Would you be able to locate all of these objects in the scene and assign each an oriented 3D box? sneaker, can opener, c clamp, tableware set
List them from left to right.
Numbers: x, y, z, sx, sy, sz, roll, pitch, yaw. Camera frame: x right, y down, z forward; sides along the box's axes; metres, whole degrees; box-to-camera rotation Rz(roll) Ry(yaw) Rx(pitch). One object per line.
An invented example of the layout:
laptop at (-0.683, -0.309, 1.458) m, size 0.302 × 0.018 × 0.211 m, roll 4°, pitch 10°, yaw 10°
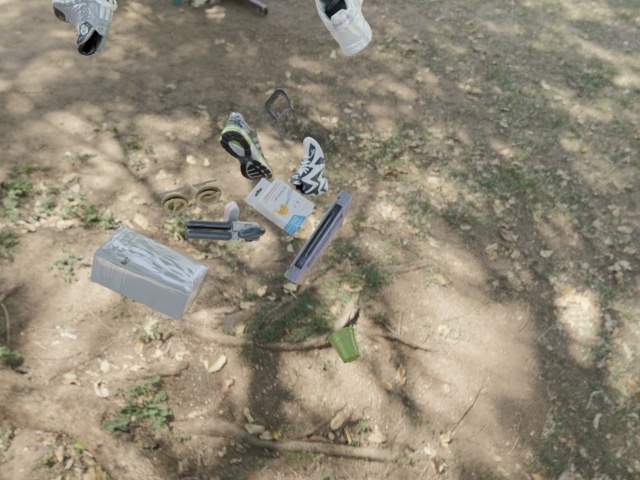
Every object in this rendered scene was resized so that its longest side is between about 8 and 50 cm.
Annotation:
sneaker at (-0.581, -0.513, 1.118) m, size 0.229 × 0.086 × 0.132 m, roll 12°, pitch 95°, yaw 37°
tableware set at (-0.415, -0.125, 1.507) m, size 0.194 × 0.128 × 0.039 m, roll -15°, pitch 61°, yaw -9°
can opener at (-0.342, -0.043, 1.691) m, size 0.283 × 0.095 × 0.076 m, roll 3°, pitch 71°, yaw -28°
sneaker at (-0.347, -0.089, 1.780) m, size 0.051 × 0.134 × 0.070 m, roll 10°, pitch 34°, yaw -28°
sneaker at (-0.233, -0.308, 1.561) m, size 0.111 × 0.300 × 0.121 m, roll -3°, pitch 62°, yaw 14°
c clamp at (-0.161, -0.520, 1.857) m, size 0.137 × 0.161 × 0.022 m, roll 51°, pitch 45°, yaw 3°
sneaker at (-0.066, -0.284, 1.858) m, size 0.153 × 0.235 × 0.094 m, roll -22°, pitch 25°, yaw -29°
sneaker at (0.046, -0.619, 1.196) m, size 0.114 × 0.152 × 0.305 m, roll -30°, pitch 54°, yaw 19°

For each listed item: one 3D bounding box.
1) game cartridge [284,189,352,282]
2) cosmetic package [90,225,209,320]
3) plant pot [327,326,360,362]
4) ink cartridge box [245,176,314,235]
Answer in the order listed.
game cartridge at (0.000, 0.000, 1.674) m, size 0.068 × 0.230 × 0.355 m, roll 33°, pitch 85°, yaw 10°
cosmetic package at (-0.406, 0.079, 1.117) m, size 0.238 × 0.107 × 0.127 m, roll 22°, pitch 33°, yaw -3°
plant pot at (0.073, 0.299, 1.308) m, size 0.083 × 0.083 × 0.079 m, roll -18°, pitch 56°, yaw -9°
ink cartridge box at (-0.123, -0.112, 1.400) m, size 0.181 × 0.061 × 0.104 m, roll 36°, pitch 68°, yaw -4°
